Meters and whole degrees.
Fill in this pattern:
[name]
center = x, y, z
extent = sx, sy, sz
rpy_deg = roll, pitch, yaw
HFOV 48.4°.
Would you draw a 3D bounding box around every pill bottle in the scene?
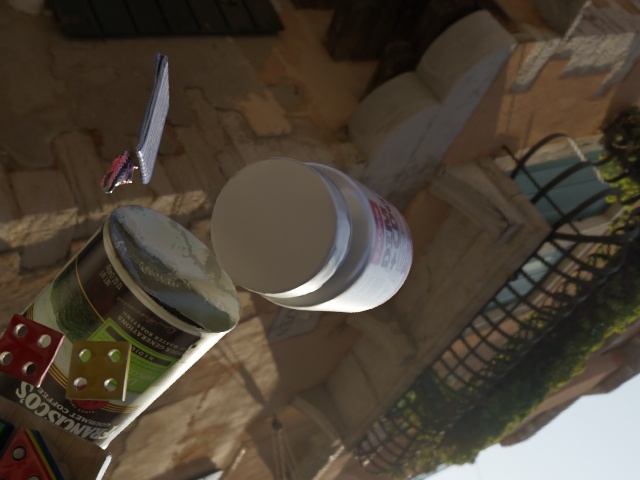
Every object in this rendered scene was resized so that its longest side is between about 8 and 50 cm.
[pill bottle]
center = 0.000, 0.000, 0.810
extent = 0.160, 0.283, 0.160
rpy_deg = -2, -96, 19

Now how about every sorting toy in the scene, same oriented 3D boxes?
[sorting toy]
center = -0.243, 0.181, 0.523
extent = 0.132, 0.274, 0.046
rpy_deg = 24, -17, 10

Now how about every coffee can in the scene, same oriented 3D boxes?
[coffee can]
center = -0.265, 0.119, 0.891
extent = 0.275, 0.201, 0.201
rpy_deg = -43, -121, 17

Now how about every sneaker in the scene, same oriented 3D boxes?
[sneaker]
center = -0.437, -0.141, 1.562
extent = 0.047, 0.119, 0.057
rpy_deg = -14, -49, 33

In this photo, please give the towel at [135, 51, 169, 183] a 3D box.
[towel]
center = -0.412, -0.284, 1.727
extent = 0.336, 0.040, 0.243
rpy_deg = 143, -42, -76
